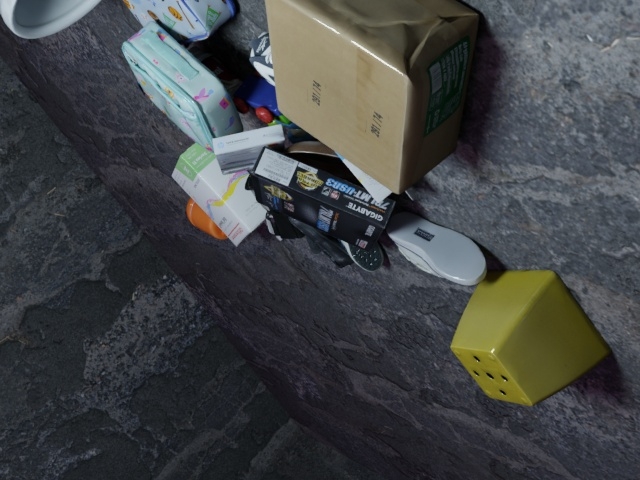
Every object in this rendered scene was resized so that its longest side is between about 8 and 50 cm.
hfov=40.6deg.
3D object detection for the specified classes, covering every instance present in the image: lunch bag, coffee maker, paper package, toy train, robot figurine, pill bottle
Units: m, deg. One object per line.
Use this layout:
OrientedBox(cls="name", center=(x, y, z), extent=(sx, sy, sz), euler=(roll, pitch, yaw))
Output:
OrientedBox(cls="lunch bag", center=(-0.298, -0.326, 1.836), extent=(0.279, 0.108, 0.224), euler=(41, 169, 23))
OrientedBox(cls="coffee maker", center=(-0.082, -0.091, 2.138), extent=(0.171, 0.120, 0.178), euler=(25, 152, 42))
OrientedBox(cls="paper package", center=(0.078, -0.277, 1.398), extent=(0.309, 0.168, 0.325), euler=(37, 158, 21))
OrientedBox(cls="toy train", center=(-0.125, -0.295, 1.885), extent=(0.248, 0.105, 0.143), euler=(26, 165, 43))
OrientedBox(cls="robot figurine", center=(-0.322, -0.082, 2.622), extent=(0.158, 0.128, 0.219), euler=(6, -166, -45))
OrientedBox(cls="lunch bag", center=(-0.314, -0.516, 1.801), extent=(0.243, 0.115, 0.303), euler=(50, 161, -27))
OrientedBox(cls="pill bottle", center=(-0.249, -0.372, 1.982), extent=(0.152, 0.086, 0.086), euler=(42, 160, 11))

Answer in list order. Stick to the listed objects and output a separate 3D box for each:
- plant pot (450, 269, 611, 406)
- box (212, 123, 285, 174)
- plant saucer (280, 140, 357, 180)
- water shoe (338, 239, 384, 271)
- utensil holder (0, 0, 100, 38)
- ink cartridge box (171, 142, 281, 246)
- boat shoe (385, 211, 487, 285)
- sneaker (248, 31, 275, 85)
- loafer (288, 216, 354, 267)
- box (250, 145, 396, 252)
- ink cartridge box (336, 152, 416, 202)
OrientedBox(cls="plant pot", center=(0.382, 0.196, 1.668), extent=(0.212, 0.187, 0.212), euler=(52, 159, -15))
OrientedBox(cls="box", center=(-0.147, -0.189, 1.826), extent=(0.186, 0.145, 0.038), euler=(100, 158, -82))
OrientedBox(cls="plant saucer", center=(0.011, -0.170, 1.813), extent=(0.199, 0.036, 0.198), euler=(9, 171, 1))
OrientedBox(cls="water shoe", center=(0.078, -0.014, 2.075), extent=(0.203, 0.073, 0.080), euler=(48, -171, -12))
OrientedBox(cls="utensil holder", center=(-0.656, -0.689, 1.858), extent=(0.385, 0.327, 0.327), euler=(48, 160, 2))
OrientedBox(cls="ink cartridge box", center=(-0.246, -0.112, 2.421), extent=(0.353, 0.119, 0.207), euler=(47, 160, -2))
OrientedBox(cls="boat shoe", center=(0.240, 0.031, 1.773), extent=(0.267, 0.096, 0.088), euler=(28, 158, 43))
OrientedBox(cls="sneaker", center=(-0.077, -0.360, 1.647), extent=(0.153, 0.094, 0.235), euler=(32, 167, 12))
OrientedBox(cls="loafer", center=(0.000, 0.000, 2.112), extent=(0.223, 0.078, 0.076), euler=(36, -155, -31))
OrientedBox(cls="box", center=(0.000, -0.082, 1.860), extent=(0.293, 0.073, 0.295), euler=(25, 170, 1))
OrientedBox(cls="ink cartridge box", center=(0.105, -0.142, 1.685), extent=(0.181, 0.061, 0.104), euler=(49, -161, -8))
